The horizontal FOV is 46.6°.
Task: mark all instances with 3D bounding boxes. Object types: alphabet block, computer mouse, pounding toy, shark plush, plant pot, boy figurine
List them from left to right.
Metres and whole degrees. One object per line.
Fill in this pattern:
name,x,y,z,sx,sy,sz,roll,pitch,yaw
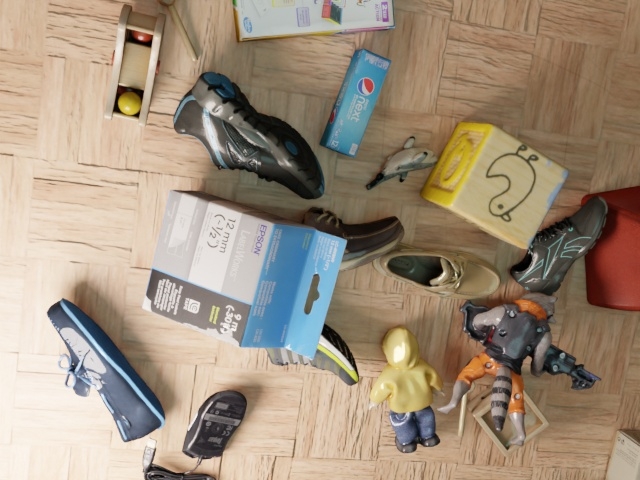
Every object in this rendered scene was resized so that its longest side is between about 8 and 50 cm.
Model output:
pounding toy,-0.306,-0.345,1.391,0.155,0.154,0.269,11,99,-13
computer mouse,-0.277,0.413,1.585,0.184,0.060,0.262,14,107,-28
shark plush,0.174,-0.147,1.583,0.161,0.073,0.067,-39,136,-7
boy figurine,0.186,0.329,1.655,0.177,0.092,0.285,-15,102,-8
pounding toy,0.384,0.384,1.710,0.181,0.094,0.206,-38,96,2
alphabet block,0.358,-0.119,1.553,0.197,0.193,0.192,26,93,-15
plant pot,0.767,0.024,1.642,0.267,0.236,0.267,-10,102,-10

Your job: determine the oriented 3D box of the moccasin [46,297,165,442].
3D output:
moccasin,-0.447,0.275,1.488,0.117,0.138,0.342,-35,105,-5

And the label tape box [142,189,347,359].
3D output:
label tape box,-0.152,0.065,1.436,0.348,0.115,0.249,18,98,23

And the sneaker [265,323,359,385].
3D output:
sneaker,-0.045,0.225,1.591,0.300,0.111,0.121,37,102,-10

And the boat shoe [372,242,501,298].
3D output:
boat shoe,0.264,0.072,1.617,0.302,0.098,0.109,14,97,-14

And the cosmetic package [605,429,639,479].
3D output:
cosmetic package,0.792,0.635,1.827,0.160,0.113,0.309,9,99,-13

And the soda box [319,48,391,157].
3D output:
soda box,0.070,-0.281,1.524,0.067,0.071,0.210,20,96,-15

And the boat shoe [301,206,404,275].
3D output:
boat shoe,0.000,0.000,1.533,0.356,0.132,0.130,-17,102,-8

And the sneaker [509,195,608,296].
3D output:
sneaker,0.527,0.008,1.643,0.106,0.101,0.267,31,109,-2

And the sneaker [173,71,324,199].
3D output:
sneaker,-0.137,-0.188,1.494,0.341,0.125,0.140,40,118,-19

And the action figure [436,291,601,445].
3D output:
action figure,0.445,0.266,1.592,0.341,0.178,0.330,22,76,6

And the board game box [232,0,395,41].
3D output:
board game box,-0.019,-0.525,1.462,0.317,0.064,0.242,-7,102,-10
